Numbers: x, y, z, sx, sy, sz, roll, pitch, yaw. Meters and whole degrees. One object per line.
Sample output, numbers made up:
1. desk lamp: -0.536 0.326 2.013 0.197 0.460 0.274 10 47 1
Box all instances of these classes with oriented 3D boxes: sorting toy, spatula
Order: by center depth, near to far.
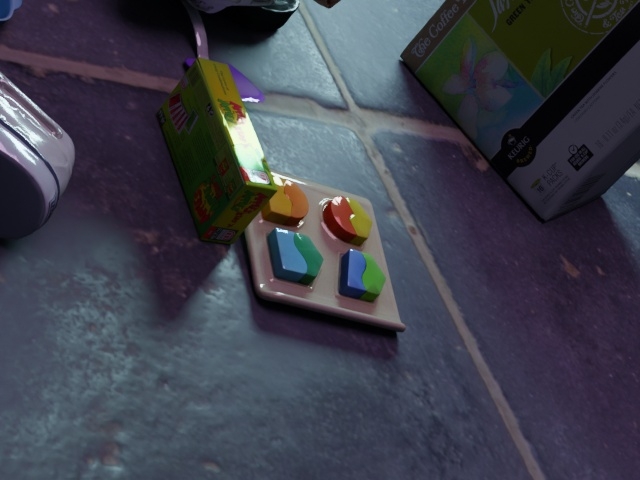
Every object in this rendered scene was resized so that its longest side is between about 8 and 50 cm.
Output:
1. sorting toy: 0.000 0.000 1.495 0.193 0.038 0.208 15 42 -33
2. spatula: -0.155 -0.267 1.643 0.084 0.030 0.296 1 51 -46

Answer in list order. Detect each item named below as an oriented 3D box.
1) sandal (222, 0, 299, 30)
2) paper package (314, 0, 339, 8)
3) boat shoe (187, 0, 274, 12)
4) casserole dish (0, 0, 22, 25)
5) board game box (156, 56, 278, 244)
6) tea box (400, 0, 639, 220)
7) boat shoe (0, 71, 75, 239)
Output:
1. sandal: -0.158 -0.471 1.796 0.167 0.107 0.445 -16 64 -51
2. paper package: -0.056 -0.479 1.646 0.309 0.168 0.325 34 29 -19
3. boat shoe: -0.126 -0.304 1.616 0.226 0.076 0.083 -6 44 -39
4. casserole dish: -0.401 -0.270 1.398 0.188 0.037 0.114 17 41 -33
5. board game box: -0.112 -0.096 1.441 0.043 0.092 0.181 9 46 -39
6. tea box: 0.352 -0.265 1.877 0.323 0.329 0.220 51 35 15
7. boat shoe: -0.370 -0.167 1.229 0.367 0.136 0.156 37 34 -12
